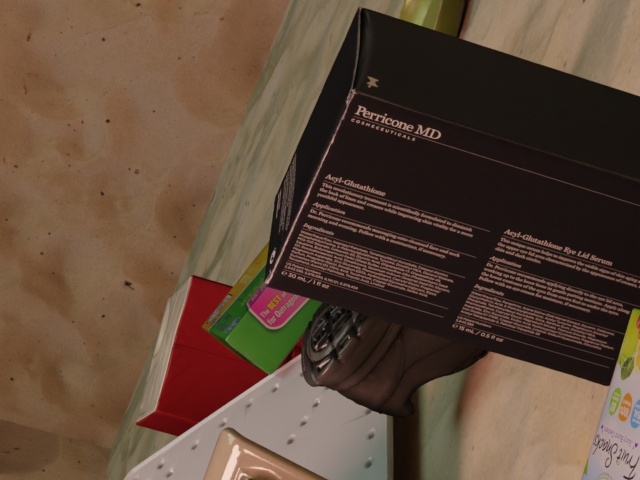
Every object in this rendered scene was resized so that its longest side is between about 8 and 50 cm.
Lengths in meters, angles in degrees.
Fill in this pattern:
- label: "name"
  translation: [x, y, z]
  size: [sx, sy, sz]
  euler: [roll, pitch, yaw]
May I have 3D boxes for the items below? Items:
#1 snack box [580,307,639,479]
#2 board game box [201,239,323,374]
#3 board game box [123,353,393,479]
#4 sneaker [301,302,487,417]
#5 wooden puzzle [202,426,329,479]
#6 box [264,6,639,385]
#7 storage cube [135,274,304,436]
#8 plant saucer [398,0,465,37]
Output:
- label: "snack box"
  translation: [0.208, 0.118, 1.202]
  size: [0.100, 0.037, 0.141]
  euler: [-155, 82, -81]
- label: "board game box"
  translation: [0.000, 0.000, 2.136]
  size: [0.316, 0.064, 0.242]
  euler: [-52, 8, -6]
- label: "board game box"
  translation: [-0.066, 0.289, 1.901]
  size: [0.390, 0.050, 0.390]
  euler: [-35, 28, 24]
- label: "sneaker"
  translation: [0.112, 0.040, 1.664]
  size: [0.286, 0.130, 0.109]
  euler: [-45, 28, 21]
- label: "wooden puzzle"
  translation: [-0.024, 0.308, 1.662]
  size: [0.044, 0.239, 0.221]
  euler: [-26, -40, -62]
- label: "box"
  translation: [0.115, -0.026, 1.297]
  size: [0.103, 0.261, 0.184]
  euler: [-84, 15, -46]
- label: "storage cube"
  translation: [-0.112, 0.168, 2.425]
  size: [0.215, 0.193, 0.183]
  euler: [145, 140, -73]
- label: "plant saucer"
  translation: [0.125, -0.242, 2.244]
  size: [0.241, 0.037, 0.241]
  euler: [-164, 90, -80]
